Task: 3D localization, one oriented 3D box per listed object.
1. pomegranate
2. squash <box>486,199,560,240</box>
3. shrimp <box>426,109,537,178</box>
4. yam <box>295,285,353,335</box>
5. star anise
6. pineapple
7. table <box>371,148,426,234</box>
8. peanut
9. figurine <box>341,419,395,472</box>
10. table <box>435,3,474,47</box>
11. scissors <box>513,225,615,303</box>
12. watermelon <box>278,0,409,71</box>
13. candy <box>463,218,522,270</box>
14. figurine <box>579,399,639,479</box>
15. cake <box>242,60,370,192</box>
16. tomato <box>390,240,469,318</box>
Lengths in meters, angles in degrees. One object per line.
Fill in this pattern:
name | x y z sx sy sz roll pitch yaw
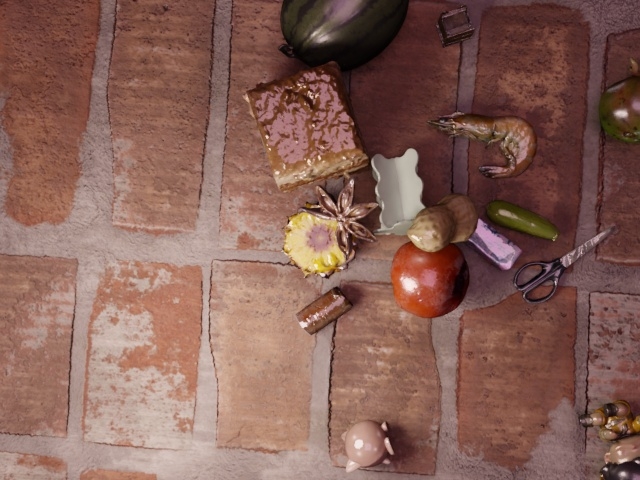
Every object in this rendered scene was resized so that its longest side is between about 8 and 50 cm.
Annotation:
pomegranate | 0.799 -0.356 1.825 0.182 0.181 0.224 15 73 5
squash | 0.525 -0.049 1.884 0.201 0.066 0.066 23 90 2
shrimp | 0.419 -0.251 1.905 0.296 0.058 0.169 6 91 1
yam | 0.011 0.185 1.912 0.141 0.079 0.079 -36 86 3
star anise | 0.066 -0.067 1.837 0.208 0.063 0.172 45 107 5
pineapple | 0.000 0.000 1.915 0.225 0.076 0.224 0 85 2
table | 0.203 -0.125 1.872 0.167 0.166 0.198 -8 80 4
peanut | 0.302 -0.040 1.741 0.124 0.257 0.123 13 114 31
figurine | 0.120 0.527 1.874 0.138 0.125 0.125 -28 86 13
table | 0.353 -0.562 1.901 0.083 0.082 0.070 -17 87 4
scissors | 0.642 0.051 1.893 0.300 0.022 0.109 -36 90 2
watermelon | 0.052 -0.572 1.830 0.359 0.279 0.279 -40 86 5
candy | 0.433 0.007 1.875 0.160 0.092 0.073 37 86 6
figurine | 0.773 0.526 1.801 0.192 0.167 0.256 -26 64 24
cake | -0.029 -0.270 1.821 0.256 0.290 0.282 -19 90 7
tomato | 0.279 0.093 1.825 0.185 0.208 0.208 -2 88 22
